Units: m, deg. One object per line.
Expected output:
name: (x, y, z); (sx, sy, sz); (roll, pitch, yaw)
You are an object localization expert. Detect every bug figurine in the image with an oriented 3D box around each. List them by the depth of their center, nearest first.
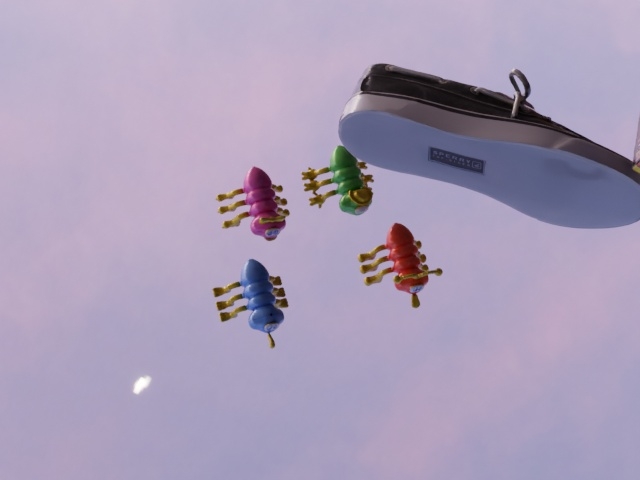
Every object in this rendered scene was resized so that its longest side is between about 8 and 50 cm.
bug figurine: (0.000, 0.000, 1.682); (0.279, 0.072, 0.216); (-15, -104, -22)

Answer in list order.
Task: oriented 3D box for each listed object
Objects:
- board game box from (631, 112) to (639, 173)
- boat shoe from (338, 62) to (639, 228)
board game box: (0.384, -0.091, 1.348); (0.170, 0.048, 0.141); (26, -131, -10)
boat shoe: (0.175, -0.100, 1.384); (0.306, 0.113, 0.105); (13, -126, 14)
